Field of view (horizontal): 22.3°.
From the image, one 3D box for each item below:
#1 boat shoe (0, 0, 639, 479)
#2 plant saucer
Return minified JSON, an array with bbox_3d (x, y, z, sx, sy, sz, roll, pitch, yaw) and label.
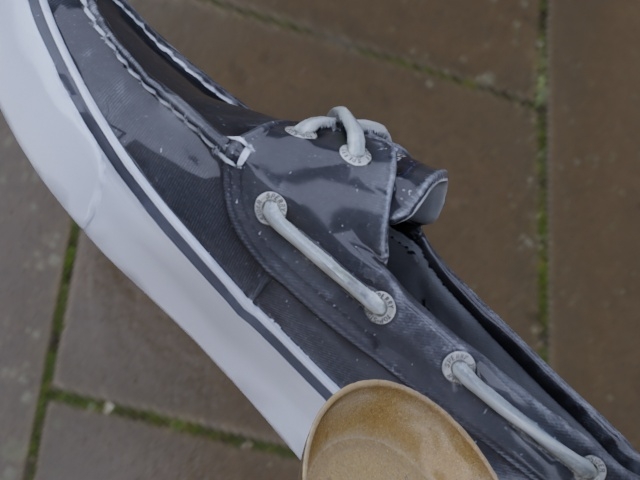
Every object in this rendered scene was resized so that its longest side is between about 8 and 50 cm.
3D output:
[{"bbox_3d":[0.000,0.000,0.582,0.301,0.102,0.108,50,17,7],"label":"boat shoe"},{"bbox_3d":[0.021,0.076,0.401,0.083,0.015,0.083,31,43,-34],"label":"plant saucer"}]
